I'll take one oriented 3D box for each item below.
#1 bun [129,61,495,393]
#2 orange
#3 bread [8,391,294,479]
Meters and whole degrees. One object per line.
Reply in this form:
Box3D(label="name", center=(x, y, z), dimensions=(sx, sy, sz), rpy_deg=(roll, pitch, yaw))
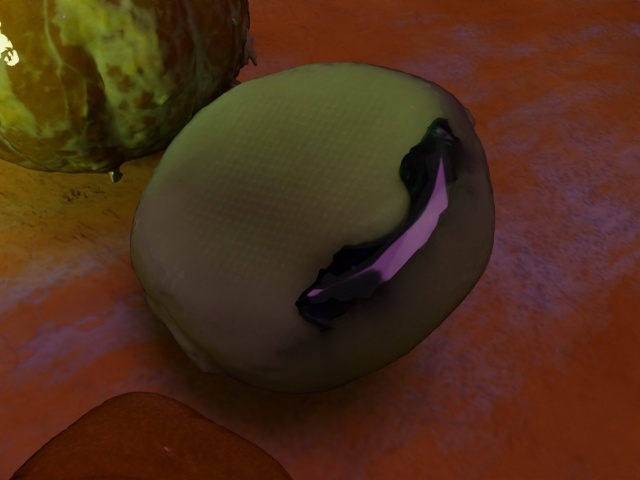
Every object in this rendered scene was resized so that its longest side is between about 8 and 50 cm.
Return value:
Box3D(label="bun", center=(0.000, 0.000, 0.616), dimensions=(0.293, 0.187, 0.293), rpy_deg=(-9, 52, 11))
Box3D(label="orange", center=(-0.225, -0.200, 0.691), dimensions=(0.329, 0.249, 0.329), rpy_deg=(-9, 31, 5))
Box3D(label="bread", center=(-0.121, 0.196, 0.392), dimensions=(0.174, 0.121, 0.245), rpy_deg=(34, 44, 17))
